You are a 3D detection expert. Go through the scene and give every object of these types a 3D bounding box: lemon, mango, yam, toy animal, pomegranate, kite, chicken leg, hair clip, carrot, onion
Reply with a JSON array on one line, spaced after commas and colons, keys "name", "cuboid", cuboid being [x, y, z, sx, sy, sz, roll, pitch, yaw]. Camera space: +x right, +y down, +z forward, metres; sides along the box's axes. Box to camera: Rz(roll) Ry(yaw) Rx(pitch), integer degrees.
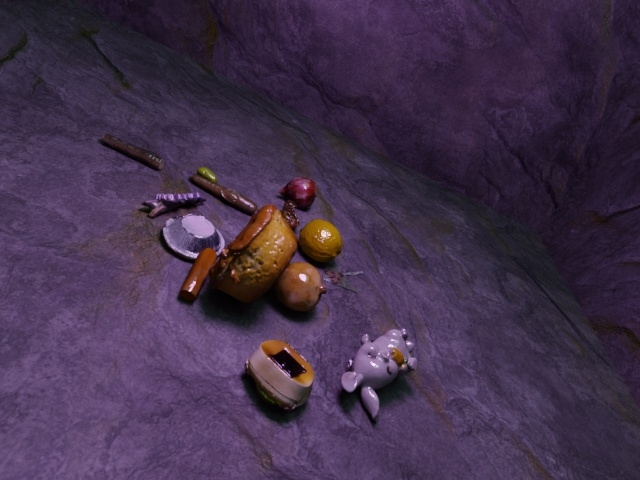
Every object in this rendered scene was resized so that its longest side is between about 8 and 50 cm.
[{"name": "lemon", "cuboid": [0.001, 0.001, 1.861, 0.181, 0.180, 0.193, 7, 20, -32]}, {"name": "mango", "cuboid": [-0.515, -0.293, 1.982, 0.108, 0.073, 0.056, 32, 60, 12]}, {"name": "yam", "cuboid": [-0.818, -0.389, 1.900, 0.274, 0.061, 0.061, 25, 31, -4]}, {"name": "toy animal", "cuboid": [0.194, 0.418, 1.431, 0.208, 0.154, 0.325, 47, 51, -9]}, {"name": "pomegranate", "cuboid": [-0.066, 0.166, 1.562, 0.196, 0.196, 0.196, 20, 32, -13]}, {"name": "kite", "cuboid": [0.098, 0.146, 1.887, 0.250, 0.012, 0.229, -3, 44, -43]}, {"name": "chicken leg", "cuboid": [-0.151, -0.123, 2.027, 0.107, 0.087, 0.251, 39, 21, -17]}, {"name": "hair clip", "cuboid": [-0.570, -0.154, 1.733, 0.106, 0.084, 0.292, -6, 9, 34]}, {"name": "carrot", "cuboid": [-0.439, -0.214, 1.938, 0.342, 0.070, 0.070, 27, 31, 1]}, {"name": "onion", "cuboid": [-0.116, -0.243, 2.164, 0.195, 0.159, 0.159, 5, 35, -8]}, {"name": "carrot", "cuboid": [-0.405, 0.104, 1.462, 0.067, 0.067, 0.225, 23, 40, -9]}]

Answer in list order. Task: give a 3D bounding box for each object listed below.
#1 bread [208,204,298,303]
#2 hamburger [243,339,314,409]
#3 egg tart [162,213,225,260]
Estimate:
[{"name": "bread", "cuboid": [-0.213, 0.048, 1.460, 0.204, 0.337, 0.358, 35, 9, -6]}, {"name": "hamburger", "cuboid": [-0.118, 0.388, 1.261, 0.210, 0.116, 0.173, 36, 23, 21]}, {"name": "egg tart", "cuboid": [-0.461, -0.023, 1.606, 0.234, 0.094, 0.234, 23, 32, -15]}]
